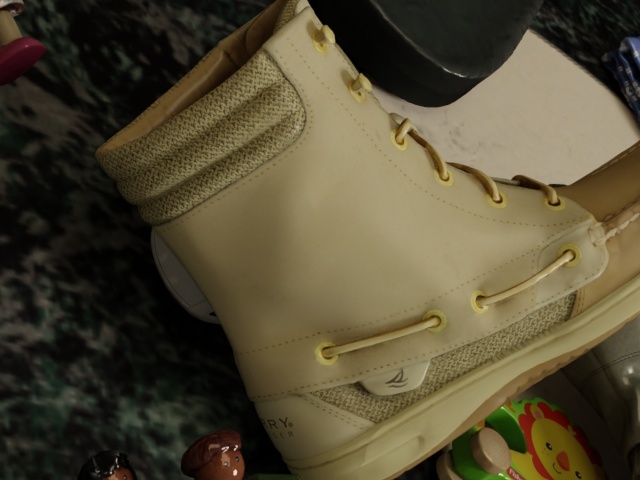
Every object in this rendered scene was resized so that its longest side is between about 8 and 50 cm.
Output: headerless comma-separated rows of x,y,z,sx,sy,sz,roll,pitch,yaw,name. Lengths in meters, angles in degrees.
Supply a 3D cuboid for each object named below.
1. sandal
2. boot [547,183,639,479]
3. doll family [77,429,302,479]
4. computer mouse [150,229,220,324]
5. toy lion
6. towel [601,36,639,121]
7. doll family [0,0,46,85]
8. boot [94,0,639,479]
0.133,-0.237,1.128,0.167,0.107,0.445,42,39,-11,sandal
0.167,0.086,0.906,0.246,0.083,0.161,36,39,-36,boot
-0.088,0.132,0.655,0.193,0.076,0.111,-16,77,-46,doll family
0.000,0.000,0.866,0.193,0.042,0.106,-10,69,-48,computer mouse
0.110,0.113,0.895,0.100,0.034,0.096,41,32,-15,toy lion
0.348,-0.011,1.215,0.243,0.040,0.336,-15,71,-49,towel
-0.215,-0.152,0.717,0.263,0.118,0.163,-13,69,-48,doll family
0.051,-0.033,0.790,0.262,0.095,0.203,-34,102,-10,boot
